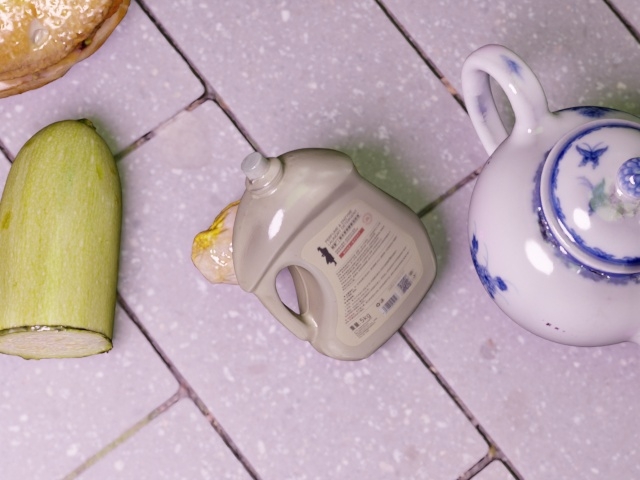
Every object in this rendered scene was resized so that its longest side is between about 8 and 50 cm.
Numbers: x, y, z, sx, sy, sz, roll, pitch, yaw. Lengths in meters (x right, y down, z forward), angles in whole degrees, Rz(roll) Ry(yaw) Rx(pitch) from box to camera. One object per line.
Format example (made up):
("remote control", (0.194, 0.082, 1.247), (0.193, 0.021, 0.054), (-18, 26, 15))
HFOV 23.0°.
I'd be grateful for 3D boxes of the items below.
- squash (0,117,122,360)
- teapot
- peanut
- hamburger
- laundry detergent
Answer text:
("squash", (-0.269, -0.009, 1.606), (0.132, 0.132, 0.247), (3, 72, -7))
("teapot", (0.282, -0.025, 1.606), (0.252, 0.280, 0.424), (-33, 80, -16))
("peanut", (-0.044, -0.023, 1.660), (0.206, 0.087, 0.087), (-36, 82, -17))
("hamburger", (-0.351, -0.293, 1.630), (0.314, 0.170, 0.290), (-26, 94, -2))
("laundry detergent", (0.000, 0.000, 1.588), (0.181, 0.091, 0.253), (-49, 127, -6))
